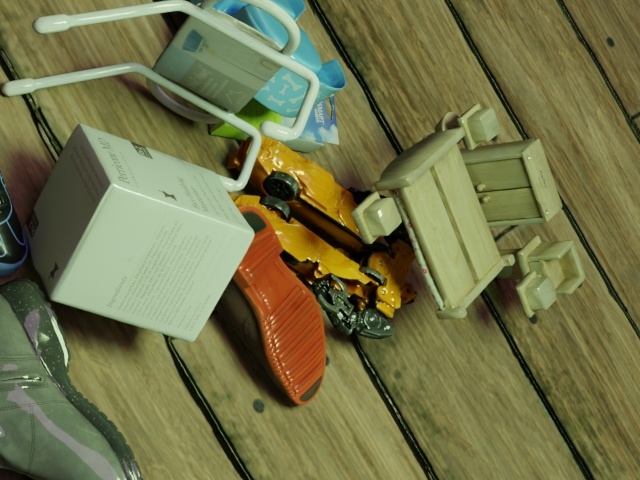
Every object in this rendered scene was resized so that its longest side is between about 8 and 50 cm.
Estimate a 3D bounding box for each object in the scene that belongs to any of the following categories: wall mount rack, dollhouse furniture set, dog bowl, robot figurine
[{"bbox_3d":[-0.177,-0.181,1.698,0.304,0.350,0.130,27,68,-13],"label":"wall mount rack"},{"bbox_3d":[0.148,0.014,1.949,0.355,0.174,0.303,-40,115,-42],"label":"dollhouse furniture set"},{"bbox_3d":[-0.077,-0.265,1.888,0.166,0.074,0.297,25,28,-43],"label":"dog bowl"},{"bbox_3d":[0.000,0.000,1.908,0.291,0.085,0.211,36,53,-21],"label":"robot figurine"}]

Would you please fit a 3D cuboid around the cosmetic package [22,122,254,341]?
[{"bbox_3d":[-0.202,-0.008,1.666,0.184,0.151,0.151,20,20,-33],"label":"cosmetic package"}]

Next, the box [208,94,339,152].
[{"bbox_3d":[-0.062,-0.178,1.961,0.178,0.042,0.109,9,67,-37],"label":"box"}]

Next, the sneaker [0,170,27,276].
[{"bbox_3d":[-0.381,-0.070,1.624,0.081,0.090,0.232,-40,98,-42],"label":"sneaker"}]

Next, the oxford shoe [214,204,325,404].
[{"bbox_3d":[-0.074,0.076,1.816,0.097,0.098,0.271,-40,118,-39],"label":"oxford shoe"}]

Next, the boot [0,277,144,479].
[{"bbox_3d":[-0.331,0.216,1.544,0.223,0.118,0.338,-23,76,-40],"label":"boot"}]
